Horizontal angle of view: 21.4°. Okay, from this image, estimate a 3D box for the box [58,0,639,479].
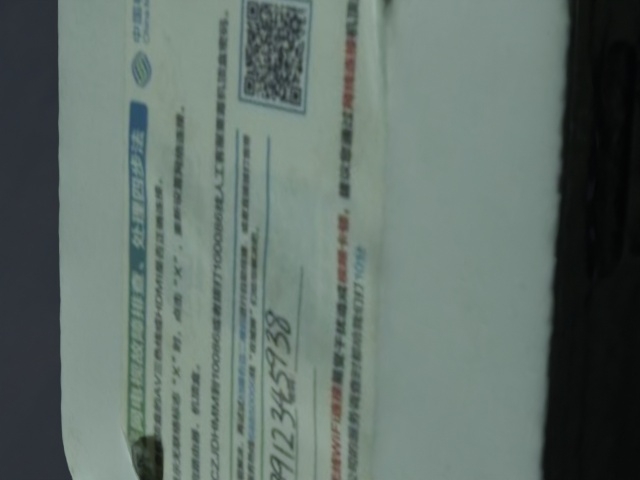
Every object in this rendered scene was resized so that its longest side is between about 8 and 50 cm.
[{"bbox_3d":[0.001,-0.001,0.864,0.111,0.396,0.396,-8,107,-40],"label":"box"}]
